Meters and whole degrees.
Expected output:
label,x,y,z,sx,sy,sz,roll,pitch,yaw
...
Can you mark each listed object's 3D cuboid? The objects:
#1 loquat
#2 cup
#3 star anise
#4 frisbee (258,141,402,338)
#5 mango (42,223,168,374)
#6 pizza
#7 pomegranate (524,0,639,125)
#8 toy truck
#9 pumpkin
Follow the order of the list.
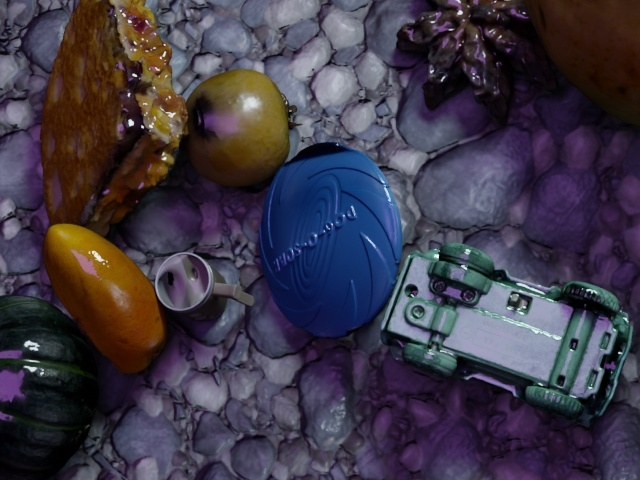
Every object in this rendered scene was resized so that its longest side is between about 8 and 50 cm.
label,x,y,z,sx,sy,sz,roll,pitch,yaw
loquat,-0.104,-0.144,1.748,0.163,0.137,0.163,-3,58,4
cup,-0.145,0.057,1.729,0.102,0.099,0.074,-17,74,8
star anise,0.210,-0.271,1.727,0.236,0.109,0.223,17,77,18
frisbee,0.000,0.000,1.675,0.242,0.045,0.242,1,91,44
mango,-0.268,0.064,1.713,0.102,0.141,0.217,-39,110,-9
pizza,-0.268,-0.163,1.758,0.278,0.114,0.408,1,87,49
pomegranate,0.428,-0.313,1.541,0.412,0.411,0.411,-3,76,12
toy truck,0.217,0.108,1.605,0.279,0.156,0.155,18,82,15
pumpkin,-0.379,0.189,1.700,0.250,0.216,0.249,-8,76,36
